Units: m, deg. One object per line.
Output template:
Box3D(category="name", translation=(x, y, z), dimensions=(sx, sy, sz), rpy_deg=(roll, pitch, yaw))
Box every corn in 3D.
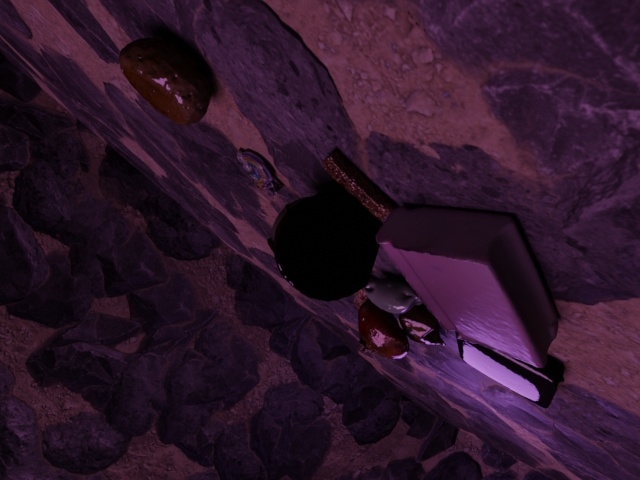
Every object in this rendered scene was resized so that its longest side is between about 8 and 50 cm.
Box3D(category="corn", translation=(0.169, 0.200, 1.493), dimensions=(0.086, 0.086, 0.253), rpy_deg=(34, 162, 13))

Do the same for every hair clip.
Box3D(category="hair clip", translation=(-0.182, -0.212, 1.217), dimensions=(0.116, 0.049, 0.172), rpy_deg=(-12, 121, 52))

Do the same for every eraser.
Box3D(category="eraser", translation=(0.314, 0.091, 0.847), dimensions=(0.272, 0.122, 0.359), rpy_deg=(11, 150, 53))

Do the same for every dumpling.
Box3D(category="dumpling", translation=(0.244, 0.167, 1.257), dimensions=(0.217, 0.149, 0.104), rpy_deg=(1, 102, 54))

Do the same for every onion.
Box3D(category="onion", translation=(0.198, 0.318, 1.383), dimensions=(0.230, 0.163, 0.230), rpy_deg=(47, -177, -3))

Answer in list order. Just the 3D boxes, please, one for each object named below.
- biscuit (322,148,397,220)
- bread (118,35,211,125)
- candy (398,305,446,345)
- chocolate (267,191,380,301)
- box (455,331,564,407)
Box3D(category="biscuit", translation=(0.087, -0.120, 0.900), dimensions=(0.199, 0.034, 0.064), rpy_deg=(42, 164, -10))
Box3D(category="bread", translation=(-0.365, -0.389, 0.983), dimensions=(0.230, 0.123, 0.230), rpy_deg=(30, 163, 10))
Box3D(category="candy", translation=(0.346, 0.302, 1.379), dimensions=(0.143, 0.101, 0.271), rpy_deg=(18, 162, 31))
Box3D(category="chocolate", translation=(0.000, 0.000, 1.071), dimensions=(0.283, 0.283, 0.186), rpy_deg=(44, 179, -17))
Box3D(category="box", translation=(0.534, 0.357, 1.166), dimensions=(0.289, 0.073, 0.290), rpy_deg=(27, 160, 35))
